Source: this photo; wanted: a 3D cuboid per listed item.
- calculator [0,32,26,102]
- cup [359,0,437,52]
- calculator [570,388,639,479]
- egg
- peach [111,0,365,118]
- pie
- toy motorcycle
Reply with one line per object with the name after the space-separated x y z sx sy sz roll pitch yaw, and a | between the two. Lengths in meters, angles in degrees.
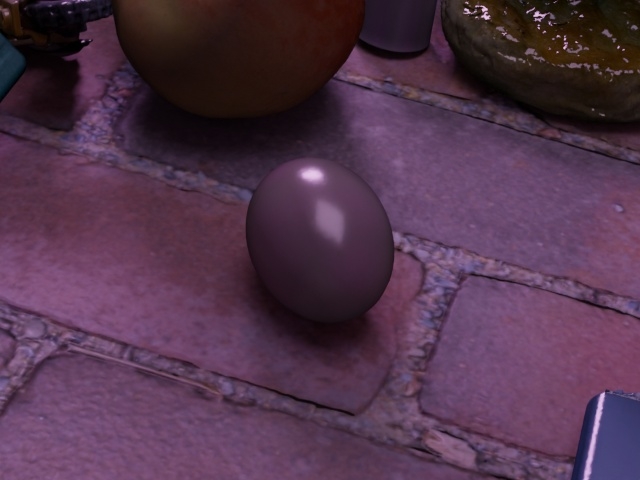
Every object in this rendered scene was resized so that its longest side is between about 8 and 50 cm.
-0.357 -0.130 1.088 0.248 0.058 0.274 46 47 -20 | calculator
0.076 -0.241 1.410 0.074 0.116 0.104 13 32 1 | cup
0.218 0.172 0.991 0.121 0.039 0.210 14 40 8 | calculator
0.000 0.000 1.103 0.103 0.103 0.135 -8 46 -21 | egg
-0.062 -0.204 1.275 0.232 0.232 0.232 6 39 -5 | peach
0.243 -0.203 1.423 0.277 0.078 0.277 5 41 -5 | pie
-0.255 -0.192 1.277 0.130 0.094 0.229 -9 17 -20 | toy motorcycle
